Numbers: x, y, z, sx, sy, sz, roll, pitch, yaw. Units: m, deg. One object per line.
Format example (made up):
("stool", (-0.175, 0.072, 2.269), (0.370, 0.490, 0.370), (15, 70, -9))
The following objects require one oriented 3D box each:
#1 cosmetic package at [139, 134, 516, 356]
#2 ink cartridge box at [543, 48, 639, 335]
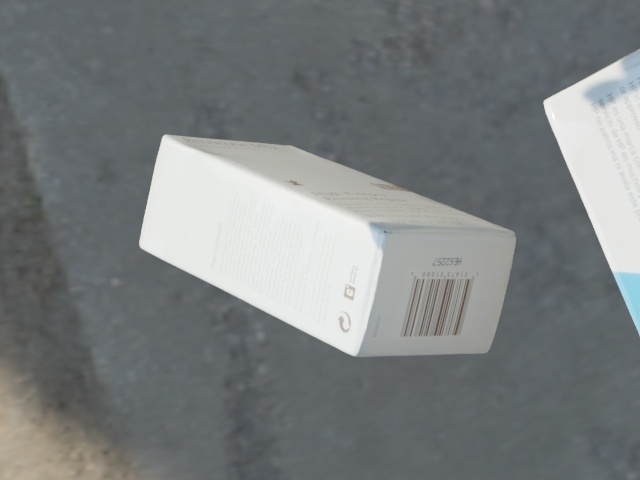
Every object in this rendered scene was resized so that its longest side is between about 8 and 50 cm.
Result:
("cosmetic package", (0.000, 0.000, 1.246), (0.231, 0.117, 0.085), (25, 107, 46))
("ink cartridge box", (0.287, -0.023, 0.922), (0.270, 0.197, 0.198), (-28, 66, 21))
